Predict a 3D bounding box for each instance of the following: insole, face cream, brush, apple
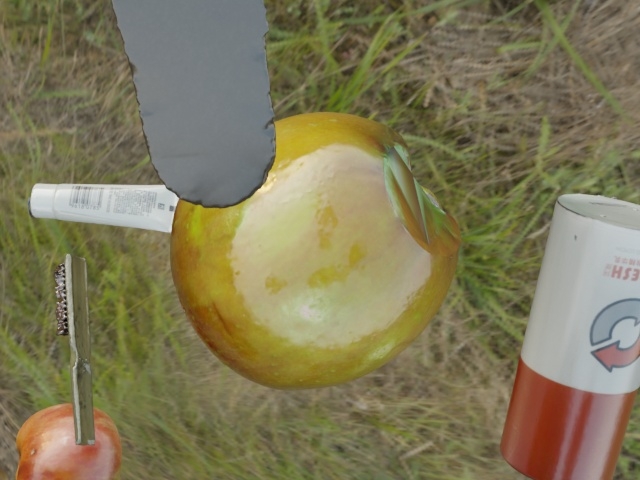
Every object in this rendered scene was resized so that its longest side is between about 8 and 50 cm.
[{"bbox_3d":[-0.073,-0.157,0.616,0.111,0.007,0.327,-4,124,-3],"label":"insole"},{"bbox_3d":[0.208,0.079,0.857,0.096,0.096,0.214,5,107,-16],"label":"face cream"},{"bbox_3d":[-0.314,0.140,1.403,0.043,0.036,0.248,21,57,-58],"label":"brush"},{"bbox_3d":[0.000,0.000,1.417,0.374,0.374,0.384,41,30,-8],"label":"apple"},{"bbox_3d":[-0.346,-0.059,1.779,0.244,0.058,0.092,4,61,1],"label":"face cream"},{"bbox_3d":[-0.406,0.365,1.748,0.164,0.209,0.209,3,82,-21],"label":"apple"}]
